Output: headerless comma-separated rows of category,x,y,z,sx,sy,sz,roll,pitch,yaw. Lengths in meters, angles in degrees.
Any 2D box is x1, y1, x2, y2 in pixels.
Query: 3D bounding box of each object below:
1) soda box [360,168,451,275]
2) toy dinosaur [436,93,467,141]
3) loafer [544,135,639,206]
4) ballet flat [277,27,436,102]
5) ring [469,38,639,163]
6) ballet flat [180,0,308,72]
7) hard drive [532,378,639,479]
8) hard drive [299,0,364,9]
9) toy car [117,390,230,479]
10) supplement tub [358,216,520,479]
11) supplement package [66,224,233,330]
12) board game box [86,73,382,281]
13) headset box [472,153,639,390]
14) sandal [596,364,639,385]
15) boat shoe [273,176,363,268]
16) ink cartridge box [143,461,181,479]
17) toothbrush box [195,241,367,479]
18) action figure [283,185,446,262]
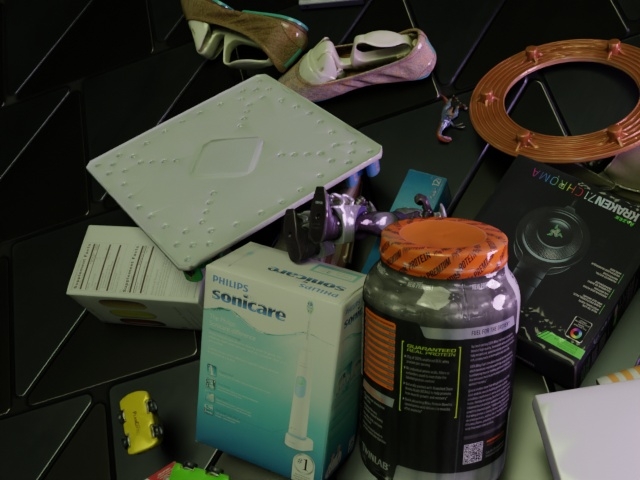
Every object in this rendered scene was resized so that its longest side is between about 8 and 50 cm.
soda box,0.144,-0.009,1.351,0.071,0.067,0.210,18,69,24
toy dinosaur,0.229,-0.215,1.463,0.082,0.047,0.090,-53,29,-4
loafer,0.482,-0.113,1.295,0.251,0.087,0.094,9,66,20
ballet flat,0.055,-0.339,1.525,0.316,0.106,0.107,-11,60,11
ring,0.417,-0.248,1.360,0.336,0.032,0.336,-10,42,9
ballet flat,-0.176,-0.412,1.634,0.342,0.116,0.124,25,91,29
hard drive,0.451,0.271,1.017,0.319,0.040,0.210,-9,59,-1
hard drive,0.028,-0.521,1.676,0.135,0.022,0.094,0,63,16
toy car,-0.232,0.357,1.212,0.225,0.053,0.239,8,64,20
supplement tub,0.157,0.151,1.093,0.207,0.207,0.338,8,110,20
supplement package,-0.280,0.065,1.394,0.244,0.139,0.134,2,63,18
board game box,-0.154,-0.126,1.406,0.390,0.050,0.390,-32,44,-19
headset box,0.333,0.053,1.228,0.246,0.131,0.283,30,76,28
sandal,0.466,0.214,1.132,0.265,0.102,0.076,-3,61,5
boat shoe,0.000,0.000,1.365,0.123,0.116,0.324,-3,43,32
ink cartridge box,-0.227,0.424,1.239,0.099,0.056,0.135,-32,59,-3
toothbrush box,-0.054,0.176,1.185,0.216,0.126,0.295,14,113,23
action figure,0.090,-0.026,1.201,0.185,0.285,0.099,-10,84,51
